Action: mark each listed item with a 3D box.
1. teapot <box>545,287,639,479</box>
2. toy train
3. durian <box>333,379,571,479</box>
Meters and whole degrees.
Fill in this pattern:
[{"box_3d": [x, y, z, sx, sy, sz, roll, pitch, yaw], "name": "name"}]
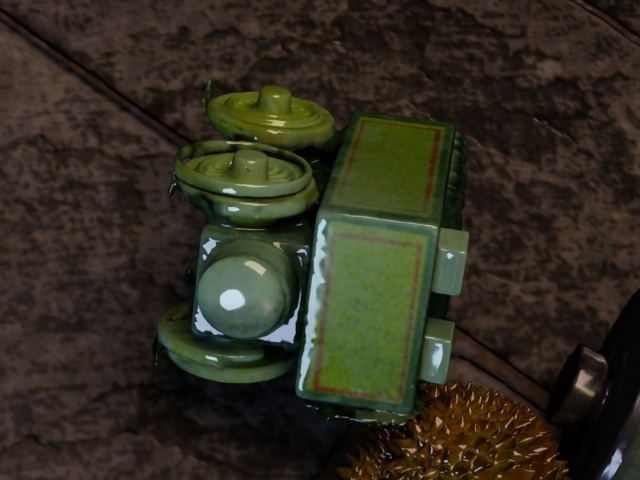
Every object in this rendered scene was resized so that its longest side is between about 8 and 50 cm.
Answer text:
[{"box_3d": [0.310, 0.169, 1.190, 0.337, 0.200, 0.270, 24, 16, -1], "name": "teapot"}, {"box_3d": [0.000, 0.000, 1.182, 0.188, 0.159, 0.271, 9, 21, 5], "name": "toy train"}, {"box_3d": [0.080, 0.158, 1.162, 0.168, 0.158, 0.137, -43, 121, -44], "name": "durian"}]
